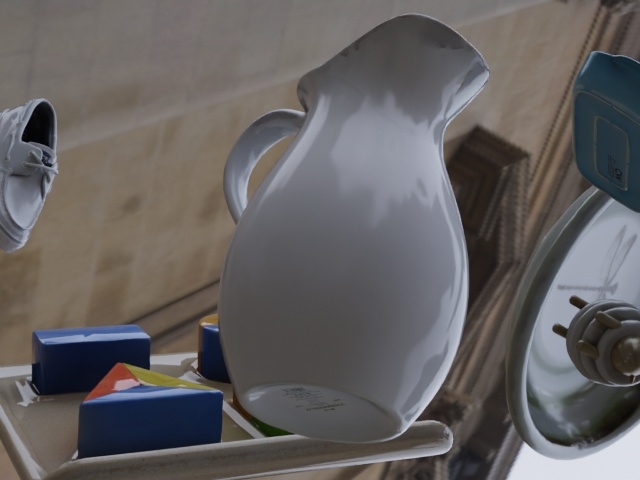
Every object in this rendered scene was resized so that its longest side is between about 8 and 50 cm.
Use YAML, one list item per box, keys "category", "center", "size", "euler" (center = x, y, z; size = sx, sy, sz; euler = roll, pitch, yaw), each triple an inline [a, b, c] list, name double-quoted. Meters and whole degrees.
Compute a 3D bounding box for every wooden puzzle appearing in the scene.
- category: "wooden puzzle"
  center: [-0.108, 0.121, 0.953]
  size: [0.348, 0.322, 0.081]
  euler: [-167, -104, -64]

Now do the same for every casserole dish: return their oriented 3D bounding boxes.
- category: "casserole dish"
  center: [0.266, -0.087, 1.000]
  size: [0.114, 0.037, 0.188]
  euler: [39, -15, 29]

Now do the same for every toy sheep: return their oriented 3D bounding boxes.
- category: "toy sheep"
  center: [0.273, 0.095, 1.080]
  size: [0.132, 0.091, 0.091]
  euler: [-118, -160, -72]

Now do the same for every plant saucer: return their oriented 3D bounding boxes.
- category: "plant saucer"
  center: [0.335, 0.063, 1.337]
  size: [0.100, 0.400, 0.401]
  euler: [32, -54, 42]

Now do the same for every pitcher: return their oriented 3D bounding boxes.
- category: "pitcher"
  center: [0.000, 0.000, 0.612]
  size: [0.177, 0.125, 0.207]
  euler: [-17, -129, 42]

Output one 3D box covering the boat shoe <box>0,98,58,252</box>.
- category: "boat shoe"
  center: [-0.266, -0.065, 1.024]
  size: [0.063, 0.184, 0.066]
  euler: [-29, -57, 16]
